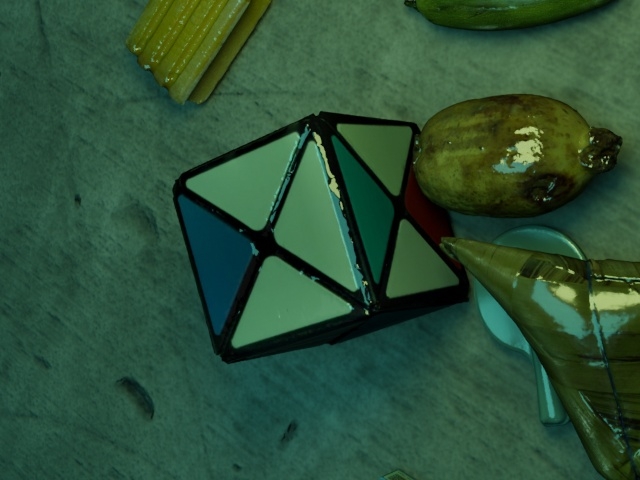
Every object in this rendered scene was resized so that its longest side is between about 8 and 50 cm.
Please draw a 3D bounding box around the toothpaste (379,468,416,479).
[{"bbox_3d":[0.182,0.385,1.535,0.266,0.050,0.065,27,108,28],"label":"toothpaste"}]

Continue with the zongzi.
[{"bbox_3d":[0.266,0.138,1.383,0.289,0.123,0.260,6,98,14],"label":"zongzi"}]

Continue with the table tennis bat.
[{"bbox_3d":[0.263,0.102,1.465,0.153,0.040,0.244,-12,85,29],"label":"table tennis bat"}]

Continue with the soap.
[{"bbox_3d":[-0.162,-0.319,1.684,0.140,0.073,0.232,46,116,20],"label":"soap"}]

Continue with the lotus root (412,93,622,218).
[{"bbox_3d":[0.225,-0.099,1.419,0.260,0.128,0.145,-1,84,32],"label":"lotus root"}]

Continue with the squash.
[{"bbox_3d":[0.230,-0.289,1.429,0.318,0.071,0.080,-4,91,33],"label":"squash"}]

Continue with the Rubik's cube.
[{"bbox_3d":[0.000,-0.001,1.503,0.246,0.248,0.250,-21,82,34],"label":"Rubik's cube"}]
